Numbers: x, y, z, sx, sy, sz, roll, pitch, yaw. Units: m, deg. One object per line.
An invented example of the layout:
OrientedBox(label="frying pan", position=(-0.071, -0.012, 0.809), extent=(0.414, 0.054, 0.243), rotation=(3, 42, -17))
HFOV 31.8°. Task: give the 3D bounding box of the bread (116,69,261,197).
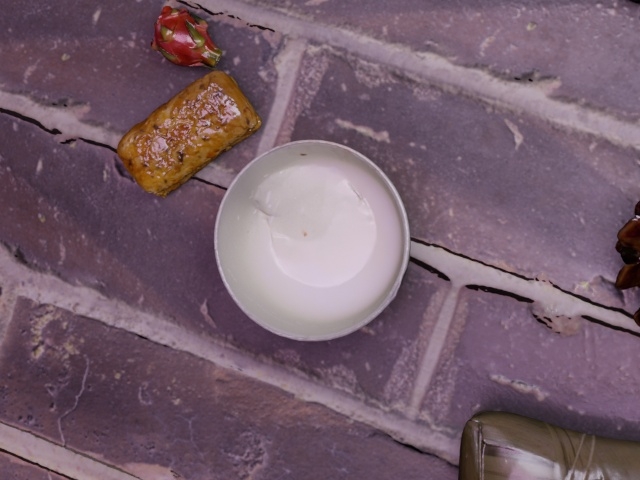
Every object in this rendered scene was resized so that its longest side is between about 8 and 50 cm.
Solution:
OrientedBox(label="bread", position=(-0.196, -0.157, 1.661), extent=(0.211, 0.083, 0.114), rotation=(-36, 87, 13))

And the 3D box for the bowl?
OrientedBox(label="bowl", position=(0.000, 0.000, 1.583), extent=(0.277, 0.145, 0.277), rotation=(0, 91, 12))

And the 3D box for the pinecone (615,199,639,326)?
OrientedBox(label="pinecone", position=(0.524, 0.035, 1.407), extent=(0.296, 0.242, 0.298), rotation=(46, 114, 15))

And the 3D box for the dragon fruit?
OrientedBox(label="dragon fruit", position=(-0.195, -0.294, 1.657), extent=(0.116, 0.086, 0.081), rotation=(34, 85, -4))

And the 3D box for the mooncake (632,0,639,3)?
OrientedBox(label="mooncake", position=(0.481, -0.440, 1.464), extent=(0.283, 0.141, 0.283), rotation=(0, 88, 14))

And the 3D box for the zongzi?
OrientedBox(label="zongzi", position=(0.351, 0.463, 1.496), extent=(0.418, 0.181, 0.447), rotation=(4, 94, 13))
